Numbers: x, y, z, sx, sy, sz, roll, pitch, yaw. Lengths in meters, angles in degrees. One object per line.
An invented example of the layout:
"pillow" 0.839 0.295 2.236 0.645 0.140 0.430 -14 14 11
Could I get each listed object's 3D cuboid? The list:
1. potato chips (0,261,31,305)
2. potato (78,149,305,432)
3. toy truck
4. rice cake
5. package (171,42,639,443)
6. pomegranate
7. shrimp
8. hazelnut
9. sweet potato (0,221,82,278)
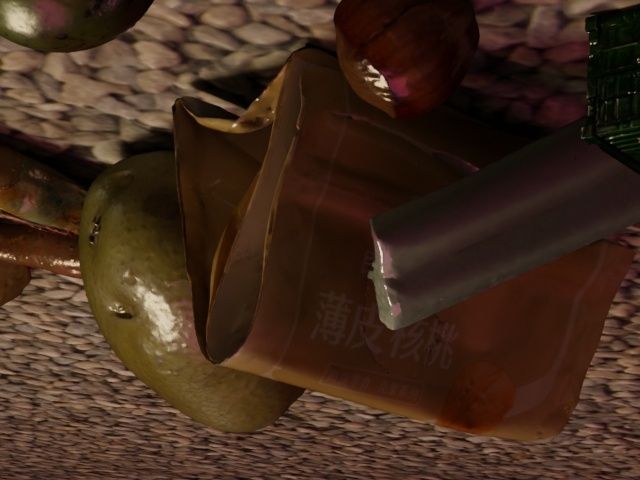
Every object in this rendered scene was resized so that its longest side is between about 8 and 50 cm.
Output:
"potato chips" -0.380 0.040 1.593 0.208 0.062 0.195 6 161 7
"potato" -0.090 0.047 1.272 0.159 0.174 0.251 -33 123 -1
"toy truck" 0.278 -0.062 0.999 0.121 0.088 0.259 -11 155 41
"rice cake" 0.128 -0.022 1.030 0.221 0.042 0.080 -24 125 -11
"package" 0.073 -0.006 1.122 0.311 0.221 0.165 19 138 -38
"pomegranate" -0.143 -0.155 0.825 0.142 0.114 0.114 27 170 22
"shrimp" -0.243 -0.038 1.315 0.217 0.051 0.115 19 165 -38
"hazelnut" 0.050 -0.111 0.941 0.086 0.086 0.086 5 163 2
"sweet potato" -0.263 0.001 1.453 0.214 0.050 0.050 8 164 13
